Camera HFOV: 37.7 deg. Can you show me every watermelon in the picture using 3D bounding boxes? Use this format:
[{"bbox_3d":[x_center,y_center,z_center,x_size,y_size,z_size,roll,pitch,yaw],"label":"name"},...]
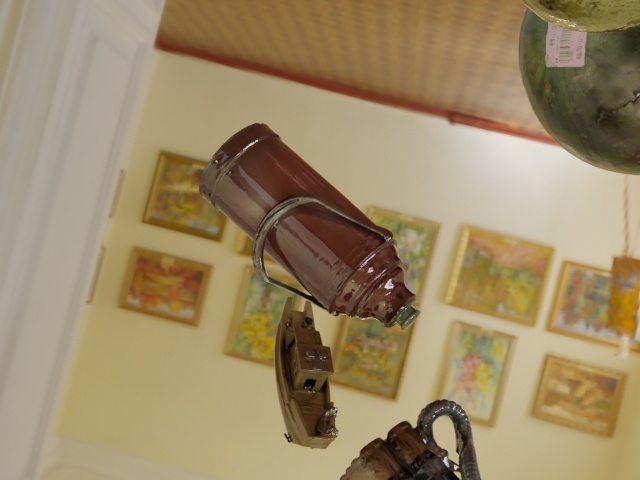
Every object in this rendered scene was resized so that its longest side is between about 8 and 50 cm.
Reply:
[{"bbox_3d":[0.449,-0.261,1.313,0.363,0.363,0.363,15,180,0],"label":"watermelon"}]

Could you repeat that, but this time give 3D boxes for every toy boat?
[{"bbox_3d":[-0.017,0.147,1.073,0.065,0.072,0.206,10,-139,-20],"label":"toy boat"}]

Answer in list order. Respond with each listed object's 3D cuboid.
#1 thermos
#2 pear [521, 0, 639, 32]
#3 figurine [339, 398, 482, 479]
[{"bbox_3d":[0.002,-0.003,0.868,0.232,0.099,0.124,41,-154,16],"label":"thermos"},{"bbox_3d":[0.201,-0.228,0.662,0.167,0.167,0.136,15,177,-9],"label":"pear"},{"bbox_3d":[0.177,0.396,1.080,0.261,0.186,0.382,-28,-118,-33],"label":"figurine"}]
